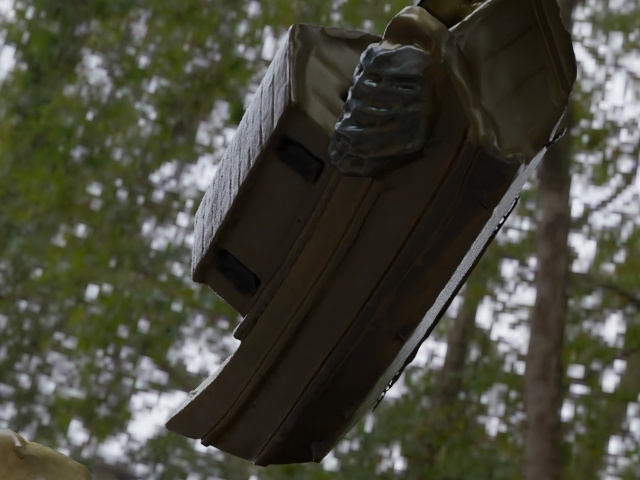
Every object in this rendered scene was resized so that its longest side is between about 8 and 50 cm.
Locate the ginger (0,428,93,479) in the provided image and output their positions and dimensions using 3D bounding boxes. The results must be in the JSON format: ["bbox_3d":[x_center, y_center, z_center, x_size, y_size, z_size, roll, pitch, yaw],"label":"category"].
[{"bbox_3d":[0.027,0.230,0.393,0.348,0.363,0.122,22,-46,-22],"label":"ginger"}]

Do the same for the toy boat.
[{"bbox_3d":[0.000,0.000,0.935,0.162,0.136,0.445,39,-39,9],"label":"toy boat"}]
